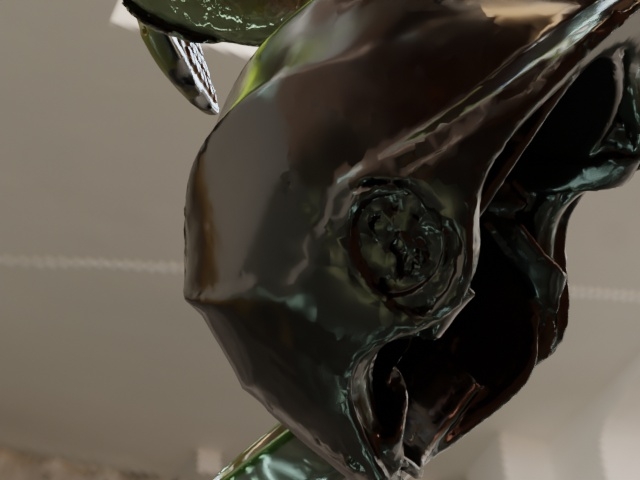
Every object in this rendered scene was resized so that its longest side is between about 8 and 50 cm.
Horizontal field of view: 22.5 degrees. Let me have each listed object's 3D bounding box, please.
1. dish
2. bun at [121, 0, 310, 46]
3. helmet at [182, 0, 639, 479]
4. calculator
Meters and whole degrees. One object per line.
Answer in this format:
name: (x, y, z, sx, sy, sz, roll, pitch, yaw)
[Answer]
dish: (0.049, 0.193, 1.592, 0.124, 0.324, 0.324, 52, -132, 2)
bun: (-0.046, -0.249, 1.202, 0.239, 0.141, 0.239, 4, -134, -4)
helmet: (0.042, -0.035, 0.761, 0.177, 0.305, 0.225, 33, -149, 22)
calculator: (-0.152, -0.213, 1.632, 0.033, 0.236, 0.157, -22, -112, 6)
